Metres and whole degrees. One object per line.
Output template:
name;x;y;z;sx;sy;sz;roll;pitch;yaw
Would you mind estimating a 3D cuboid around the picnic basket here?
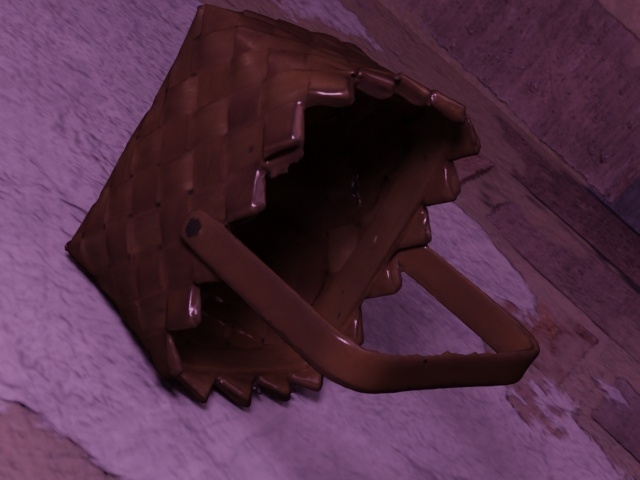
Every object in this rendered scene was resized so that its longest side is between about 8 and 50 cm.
picnic basket;0.000;0.000;1.124;0.321;0.291;0.254;43;21;32
